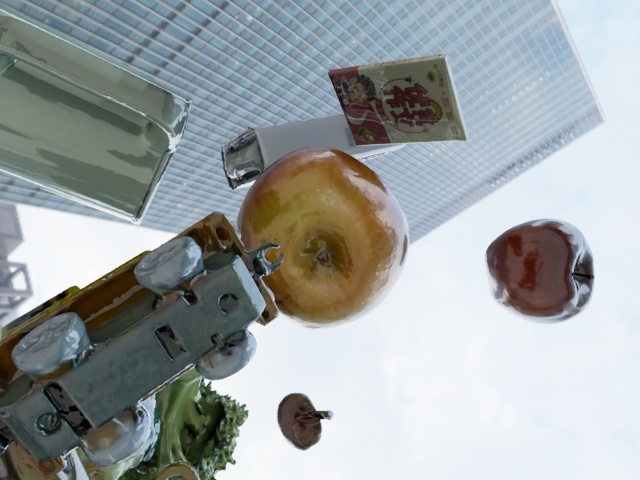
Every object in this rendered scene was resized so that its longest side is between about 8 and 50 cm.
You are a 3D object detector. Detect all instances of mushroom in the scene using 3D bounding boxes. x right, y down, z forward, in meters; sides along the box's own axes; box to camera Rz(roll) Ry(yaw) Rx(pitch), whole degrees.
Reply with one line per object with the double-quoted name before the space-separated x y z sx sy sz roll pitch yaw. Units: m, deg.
"mushroom" -0.041 0.421 1.391 0.170 0.080 0.135 -26 -99 34

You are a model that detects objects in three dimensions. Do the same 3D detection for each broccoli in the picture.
"broccoli" -0.260 0.333 1.062 0.288 0.235 0.260 40 -87 32

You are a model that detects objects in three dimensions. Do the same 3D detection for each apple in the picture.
"apple" 0.000 0.000 0.933 0.285 0.233 0.286 0 -80 0
"apple" 0.466 0.068 1.263 0.234 0.234 0.234 -5 -100 32

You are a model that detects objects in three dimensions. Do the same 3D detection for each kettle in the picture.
"kettle" -0.335 -0.181 0.758 0.265 0.318 0.205 -50 -157 38

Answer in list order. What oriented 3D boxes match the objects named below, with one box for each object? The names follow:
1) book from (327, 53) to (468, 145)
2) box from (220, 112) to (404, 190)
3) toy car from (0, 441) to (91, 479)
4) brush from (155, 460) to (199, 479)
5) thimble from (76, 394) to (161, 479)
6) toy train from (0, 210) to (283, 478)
"book" 0.136 -0.242 1.061 0.231 0.162 0.022 5 -134 37
"box" -0.016 -0.203 1.263 0.190 0.369 0.112 -12 -88 59
"toy car" -0.318 0.327 0.596 0.242 0.226 0.336 -30 -89 -18
"brush" -0.102 0.273 0.429 0.082 0.010 0.218 -4 -97 -3
"thimble" -0.378 0.247 0.845 0.288 0.254 0.167 -5 -92 5
"toy train" -0.124 0.058 0.386 0.219 0.089 0.127 -34 -155 -18
